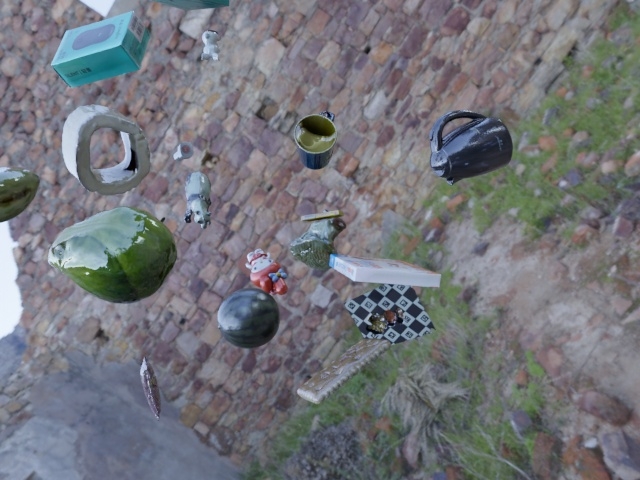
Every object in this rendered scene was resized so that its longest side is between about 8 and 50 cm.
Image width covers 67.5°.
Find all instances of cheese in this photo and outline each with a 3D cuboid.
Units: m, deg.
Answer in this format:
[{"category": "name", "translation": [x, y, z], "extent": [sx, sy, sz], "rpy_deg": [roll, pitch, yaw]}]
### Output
[{"category": "cheese", "translation": [-0.824, -0.354, 1.857], "extent": [0.292, 0.153, 0.332], "rpy_deg": [-21, -45, -37]}]

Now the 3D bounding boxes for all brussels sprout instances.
[{"category": "brussels sprout", "translation": [-0.482, 0.035, 1.129], "extent": [0.219, 0.272, 0.210], "rpy_deg": [103, 177, -60]}]

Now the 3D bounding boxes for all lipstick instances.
[{"category": "lipstick", "translation": [-0.575, -0.359, 1.986], "extent": [0.186, 0.057, 0.063], "rpy_deg": [-3, 94, 61]}]

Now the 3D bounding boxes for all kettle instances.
[{"category": "kettle", "translation": [0.541, -0.362, 1.822], "extent": [0.291, 0.268, 0.207], "rpy_deg": [-20, 13, -14]}]

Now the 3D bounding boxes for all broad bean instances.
[{"category": "broad bean", "translation": [-0.885, -0.150, 1.331], "extent": [0.189, 0.263, 0.121], "rpy_deg": [-21, -52, -21]}]

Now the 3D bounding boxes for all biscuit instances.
[{"category": "biscuit", "translation": [0.075, 0.426, 1.607], "extent": [0.325, 0.044, 0.217], "rpy_deg": [-33, 0, -21]}]

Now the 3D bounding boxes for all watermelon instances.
[{"category": "watermelon", "translation": [-0.243, 0.263, 1.621], "extent": [0.212, 0.212, 0.212], "rpy_deg": [-56, 2, 3]}]

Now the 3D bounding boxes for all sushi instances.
[{"category": "sushi", "translation": [0.278, 0.289, 1.909], "extent": [0.290, 0.264, 0.050], "rpy_deg": [-26, 11, 24]}]

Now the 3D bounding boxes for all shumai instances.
[{"category": "shumai", "translation": [0.000, 0.000, 2.130], "extent": [0.272, 0.222, 0.203], "rpy_deg": [-26, 34, 50]}]

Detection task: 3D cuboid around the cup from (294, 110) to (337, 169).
[{"category": "cup", "translation": [-0.006, -0.320, 1.523], "extent": [0.176, 0.131, 0.155], "rpy_deg": [-60, -6, -15]}]

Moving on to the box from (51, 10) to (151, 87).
[{"category": "box", "translation": [-0.798, -0.696, 1.749], "extent": [0.118, 0.312, 0.205], "rpy_deg": [61, -154, -53]}]

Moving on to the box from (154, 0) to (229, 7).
[{"category": "box", "translation": [-0.441, -0.817, 1.614], "extent": [0.161, 0.227, 0.042], "rpy_deg": [-14, -67, -50]}]

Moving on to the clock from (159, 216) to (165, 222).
[{"category": "clock", "translation": [-0.857, -0.066, 2.329], "extent": [0.232, 0.170, 0.069], "rpy_deg": [-21, 68, 35]}]

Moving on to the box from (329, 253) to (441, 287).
[{"category": "box", "translation": [0.186, 0.090, 1.467], "extent": [0.273, 0.265, 0.048], "rpy_deg": [-155, 71, -74]}]

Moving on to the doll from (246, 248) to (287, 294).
[{"category": "doll", "translation": [-0.261, 0.162, 2.326], "extent": [0.161, 0.290, 0.129], "rpy_deg": [-25, -38, -15]}]

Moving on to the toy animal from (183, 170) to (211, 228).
[{"category": "toy animal", "translation": [-0.411, -0.133, 1.622], "extent": [0.121, 0.094, 0.225], "rpy_deg": [118, 150, -49]}]

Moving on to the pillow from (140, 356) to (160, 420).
[{"category": "pillow", "translation": [-0.517, 0.449, 1.460], "extent": [0.118, 0.043, 0.184], "rpy_deg": [-162, 63, -68]}]

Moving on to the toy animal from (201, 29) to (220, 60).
[{"category": "toy animal", "translation": [-0.435, -0.769, 1.911], "extent": [0.085, 0.071, 0.124], "rpy_deg": [-135, 42, -86]}]

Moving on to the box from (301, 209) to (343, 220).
[{"category": "box", "translation": [0.009, -0.097, 1.905], "extent": [0.087, 0.155, 0.023], "rpy_deg": [16, -114, -74]}]
